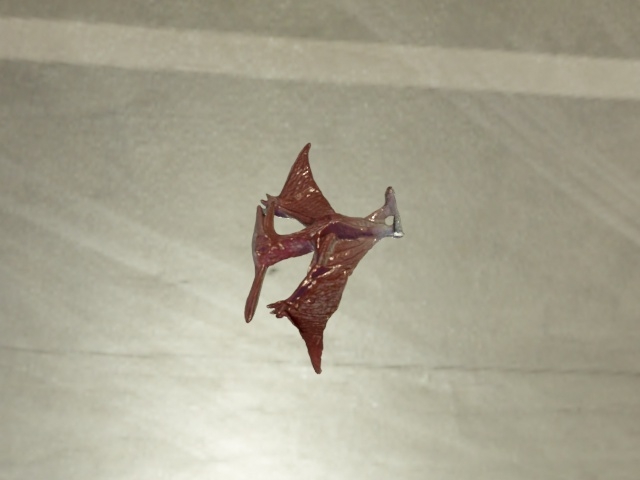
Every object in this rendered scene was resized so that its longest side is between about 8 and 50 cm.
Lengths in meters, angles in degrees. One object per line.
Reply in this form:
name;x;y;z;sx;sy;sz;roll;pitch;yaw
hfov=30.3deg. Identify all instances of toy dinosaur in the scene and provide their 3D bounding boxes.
toy dinosaur;0.001;0.001;0.764;0.108;0.220;0.032;-11;128;5
